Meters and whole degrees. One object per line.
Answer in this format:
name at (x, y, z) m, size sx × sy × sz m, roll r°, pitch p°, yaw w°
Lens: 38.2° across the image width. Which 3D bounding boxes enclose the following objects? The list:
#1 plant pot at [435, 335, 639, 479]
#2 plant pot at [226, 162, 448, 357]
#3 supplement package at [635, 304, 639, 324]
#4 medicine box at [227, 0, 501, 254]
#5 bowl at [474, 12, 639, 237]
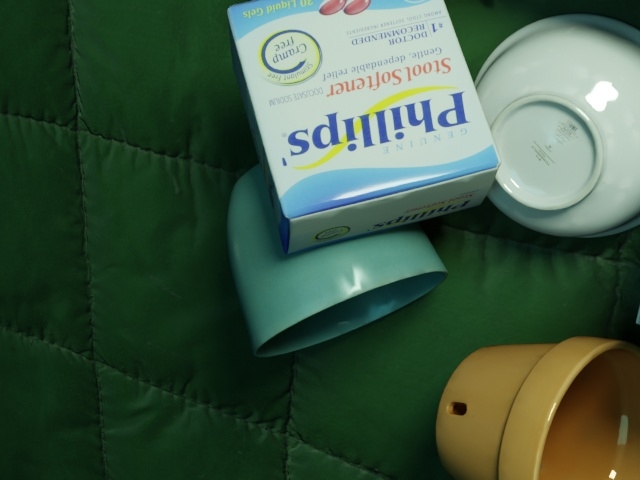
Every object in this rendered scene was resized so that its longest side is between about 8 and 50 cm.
plant pot at (0.291, 0.259, 1.232) m, size 0.203 × 0.290 × 0.291 m, roll 9°, pitch 115°, yaw 48°
plant pot at (0.000, 0.000, 1.308) m, size 0.293 × 0.293 × 0.235 m, roll -33°, pitch 74°, yaw 38°
supplement package at (0.509, 0.003, 1.000) m, size 0.262 × 0.199 × 0.198 m, roll 16°, pitch 118°, yaw 22°
medicine box at (0.046, -0.161, 1.145) m, size 0.149 × 0.263 × 0.289 m, roll 93°, pitch 161°, yaw -71°
bowl at (0.297, -0.123, 1.144) m, size 0.297 × 0.134 × 0.298 m, roll 14°, pitch 117°, yaw 28°
